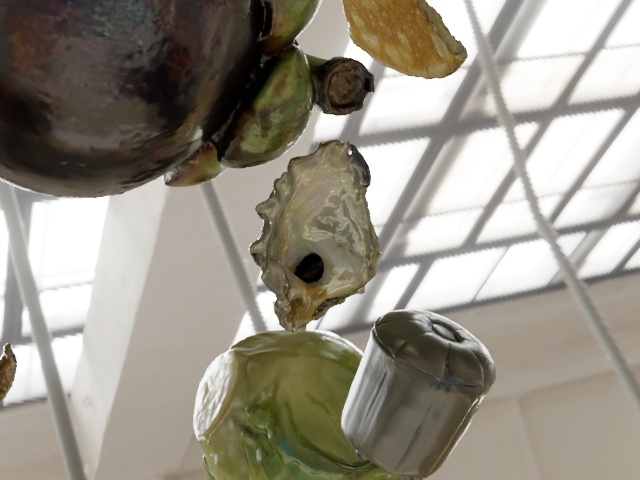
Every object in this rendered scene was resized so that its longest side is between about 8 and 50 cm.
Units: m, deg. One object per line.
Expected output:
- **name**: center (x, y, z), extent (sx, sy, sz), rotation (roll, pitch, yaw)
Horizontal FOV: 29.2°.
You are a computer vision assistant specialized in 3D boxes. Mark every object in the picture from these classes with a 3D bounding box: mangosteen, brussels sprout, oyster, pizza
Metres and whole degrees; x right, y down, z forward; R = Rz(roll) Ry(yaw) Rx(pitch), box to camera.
- **mangosteen**: center (-0.149, -0.166, 0.860), extent (0.311, 0.311, 0.311), rotation (8, -124, -12)
- **brussels sprout**: center (-0.021, 0.237, 1.433), extent (0.294, 0.227, 0.259), rotation (37, -147, -27)
- **oyster**: center (0.000, 0.000, 0.754), extent (0.146, 0.121, 0.045), rotation (20, -160, -52)
- **pizza**: center (0.093, -0.329, 1.739), extent (0.262, 0.181, 0.034), rotation (53, -123, -30)

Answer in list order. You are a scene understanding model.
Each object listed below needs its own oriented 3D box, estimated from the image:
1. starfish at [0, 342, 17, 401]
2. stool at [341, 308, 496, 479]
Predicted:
- **starfish**: center (-0.457, -0.012, 1.315), extent (0.324, 0.082, 0.432), rotation (-6, -96, -56)
- **stool**: center (0.068, 0.111, 0.893), extent (0.096, 0.110, 0.096), rotation (20, -160, -8)
